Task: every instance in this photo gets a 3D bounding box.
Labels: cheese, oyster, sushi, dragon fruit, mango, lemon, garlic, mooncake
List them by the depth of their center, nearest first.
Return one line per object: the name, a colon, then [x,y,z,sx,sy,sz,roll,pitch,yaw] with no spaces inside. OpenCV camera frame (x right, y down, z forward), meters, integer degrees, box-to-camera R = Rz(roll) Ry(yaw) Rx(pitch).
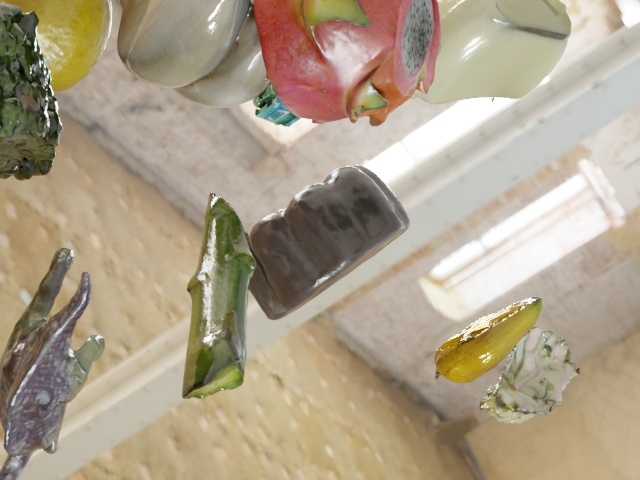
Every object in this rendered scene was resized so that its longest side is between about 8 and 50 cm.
sushi: [-0.455,-0.134,1.124,0.294,0.352,0.178,47,-149,-81]
dragon fruit: [0.048,-0.278,1.330,0.290,0.189,0.290,1,-90,-64]
mango: [0.230,0.137,1.440,0.066,0.187,0.101,52,-167,3]
garlic: [-0.137,-0.307,1.442,0.231,0.340,0.246,26,-117,-29]
cheese: [0.238,-0.284,1.556,0.266,0.233,0.127,-3,-123,-40]
lemon: [-0.418,-0.327,1.599,0.188,0.256,0.188,33,-171,-6]
oyster: [0.328,0.220,1.649,0.133,0.072,0.209,41,-133,-12]
mooncake: [0.000,0.000,1.773,0.154,0.306,0.306,53,-169,7]

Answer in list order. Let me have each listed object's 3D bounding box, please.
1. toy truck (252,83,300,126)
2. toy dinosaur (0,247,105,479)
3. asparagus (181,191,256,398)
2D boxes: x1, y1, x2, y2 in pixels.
toy truck: [-0.055,-0.269,1.700,0.081,0.067,0.175,23,-121,-31]
toy dinosaur: [-0.264,0.141,0.999,0.077,0.294,0.162,13,-162,-1]
asparagus: [-0.126,0.067,1.324,0.085,0.082,0.343,15,-139,-14]
